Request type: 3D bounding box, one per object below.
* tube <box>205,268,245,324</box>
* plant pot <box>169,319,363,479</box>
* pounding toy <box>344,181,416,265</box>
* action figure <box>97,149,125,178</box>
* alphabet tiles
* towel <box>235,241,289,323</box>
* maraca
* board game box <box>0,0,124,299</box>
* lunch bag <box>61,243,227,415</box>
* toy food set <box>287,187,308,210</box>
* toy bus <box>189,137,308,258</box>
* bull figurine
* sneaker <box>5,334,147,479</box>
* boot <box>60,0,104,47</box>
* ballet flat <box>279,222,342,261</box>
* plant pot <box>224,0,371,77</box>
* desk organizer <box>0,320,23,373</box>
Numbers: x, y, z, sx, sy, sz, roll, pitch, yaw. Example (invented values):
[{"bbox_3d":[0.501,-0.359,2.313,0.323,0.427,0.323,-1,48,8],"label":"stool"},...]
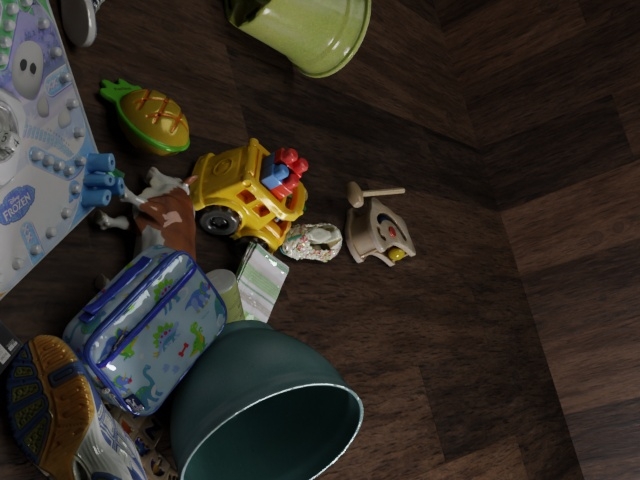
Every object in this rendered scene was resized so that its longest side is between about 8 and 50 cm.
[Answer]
[{"bbox_3d":[-0.150,0.154,1.386,0.070,0.062,0.240,-31,134,-25],"label":"tube"},{"bbox_3d":[-0.109,0.249,1.268,0.293,0.293,0.196,30,20,-48],"label":"plant pot"},{"bbox_3d":[0.157,-0.028,1.970,0.269,0.155,0.154,32,40,-46],"label":"pounding toy"},{"bbox_3d":[-0.404,-0.155,1.228,0.232,0.063,0.137,59,32,-23],"label":"action figure"},{"bbox_3d":[-0.286,0.312,1.165,0.237,0.009,0.198,56,31,-21],"label":"alphabet tiles"},{"bbox_3d":[-0.118,0.092,1.518,0.113,0.023,0.152,39,63,-39],"label":"towel"},{"bbox_3d":[-0.302,-0.216,1.409,0.185,0.099,0.127,44,25,11],"label":"maraca"},{"bbox_3d":[-0.396,-0.133,0.998,0.390,0.050,0.390,-60,147,-52],"label":"board game box"},{"bbox_3d":[-0.245,0.123,1.160,0.219,0.090,0.176,-48,132,-29],"label":"lunch bag"},{"bbox_3d":[-0.058,-0.098,1.800,0.083,0.020,0.082,41,39,-39],"label":"toy food set"},{"bbox_3d":[-0.102,-0.085,1.530,0.220,0.211,0.149,44,36,-38],"label":"toy bus"},{"bbox_3d":[-0.265,0.006,1.312,0.188,0.101,0.310,14,58,-51],"label":"bull figurine"},{"bbox_3d":[-0.310,0.264,1.072,0.131,0.112,0.296,39,27,-83],"label":"sneaker"},{"bbox_3d":[-0.397,-0.411,1.401,0.086,0.069,0.190,1,68,-55],"label":"boot"},{"bbox_3d":[0.000,0.000,1.774,0.241,0.077,0.091,-10,79,-61],"label":"ballet flat"},{"bbox_3d":[-0.070,-0.537,1.869,0.254,0.276,0.276,9,63,-44],"label":"plant pot"},{"bbox_3d":[-0.425,0.160,0.994,0.047,0.050,0.130,55,32,-22],"label":"desk organizer"}]
